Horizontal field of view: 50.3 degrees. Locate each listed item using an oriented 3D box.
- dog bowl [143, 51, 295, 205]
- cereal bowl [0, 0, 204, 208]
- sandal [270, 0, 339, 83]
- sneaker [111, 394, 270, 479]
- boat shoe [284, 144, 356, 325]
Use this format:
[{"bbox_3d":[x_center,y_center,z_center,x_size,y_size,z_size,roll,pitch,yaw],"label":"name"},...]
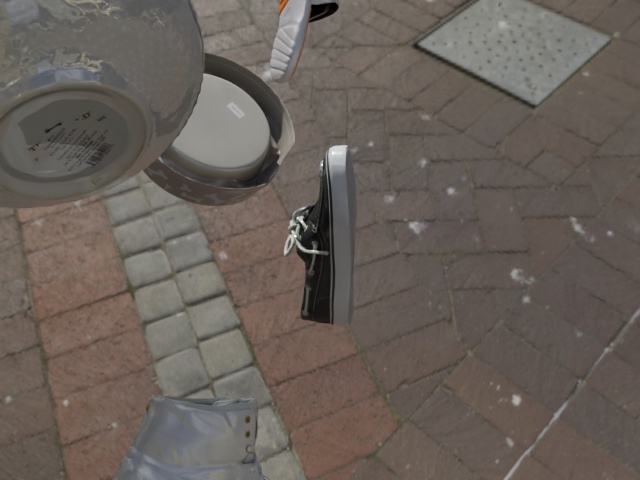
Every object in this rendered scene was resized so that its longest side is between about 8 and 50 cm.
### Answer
[{"bbox_3d":[-0.229,-0.222,1.388,0.349,0.102,0.348,15,54,-22],"label":"dog bowl"},{"bbox_3d":[-0.265,-0.143,0.667,0.339,0.339,0.141,-21,62,-15],"label":"cereal bowl"},{"bbox_3d":[-0.017,-0.363,1.087,0.076,0.102,0.265,18,79,-30],"label":"sandal"},{"bbox_3d":[-0.075,0.265,0.749,0.292,0.108,0.169,27,74,-25],"label":"sneaker"},{"bbox_3d":[0.001,-0.002,1.052,0.105,0.306,0.113,4,36,6],"label":"boat shoe"}]
